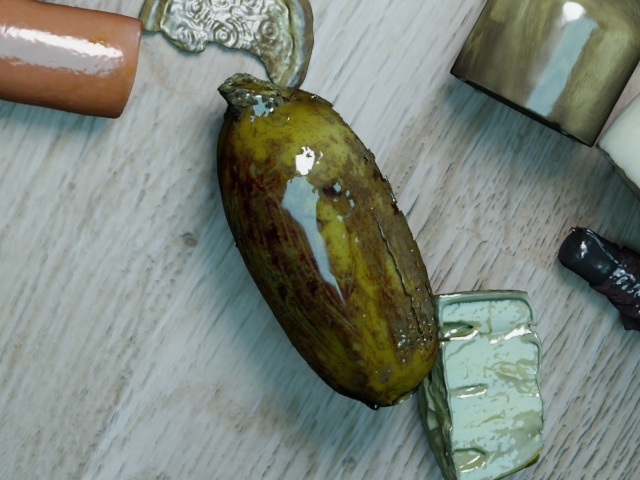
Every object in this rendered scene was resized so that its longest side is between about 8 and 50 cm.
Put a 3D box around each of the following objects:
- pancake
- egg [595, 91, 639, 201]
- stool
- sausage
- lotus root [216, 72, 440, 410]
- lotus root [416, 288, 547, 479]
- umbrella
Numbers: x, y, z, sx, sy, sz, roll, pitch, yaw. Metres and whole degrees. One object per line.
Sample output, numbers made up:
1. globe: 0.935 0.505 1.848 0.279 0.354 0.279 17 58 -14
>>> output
1. pancake: -0.100 -0.229 1.635 0.191 0.020 0.184 -11 106 -10
2. egg: 0.523 -0.085 1.607 0.340 0.354 0.354 -41 108 8
3. stool: 0.277 -0.254 1.629 0.179 0.179 0.264 26 97 -17
4. sausage: -0.316 -0.198 1.549 0.259 0.113 0.113 10 101 -15
5. lotus root: 0.000 0.000 1.619 0.179 0.196 0.397 -29 108 -16
6. lotus root: 0.176 0.159 1.728 0.119 0.138 0.234 -9 104 -16
7. umbrella: 0.418 0.080 1.787 0.326 0.094 0.090 31 81 -18
